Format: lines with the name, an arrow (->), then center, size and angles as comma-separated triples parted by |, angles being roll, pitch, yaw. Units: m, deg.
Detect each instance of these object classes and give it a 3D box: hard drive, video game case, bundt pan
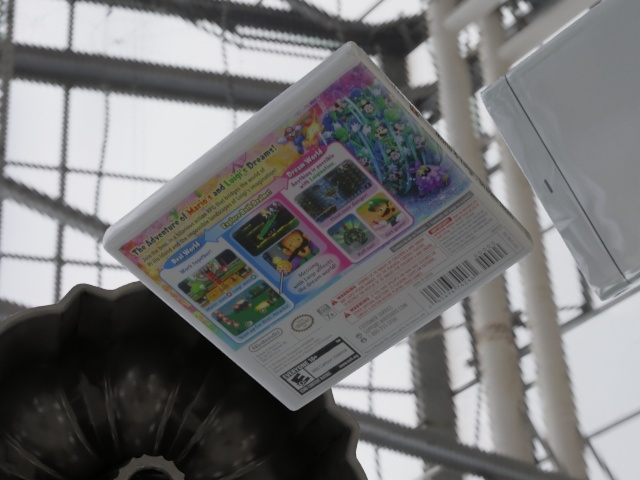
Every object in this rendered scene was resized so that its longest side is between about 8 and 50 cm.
hard drive -> 0.336, -0.133, 1.179 | 0.047, 0.353, 0.233 | -5, -117, -57
video game case -> 0.000, 0.000, 0.648 | 0.143, 0.157, 0.019 | 44, -158, -27
bundt pan -> -0.135, 0.202, 0.985 | 0.330, 0.124, 0.331 | 7, -118, -14
